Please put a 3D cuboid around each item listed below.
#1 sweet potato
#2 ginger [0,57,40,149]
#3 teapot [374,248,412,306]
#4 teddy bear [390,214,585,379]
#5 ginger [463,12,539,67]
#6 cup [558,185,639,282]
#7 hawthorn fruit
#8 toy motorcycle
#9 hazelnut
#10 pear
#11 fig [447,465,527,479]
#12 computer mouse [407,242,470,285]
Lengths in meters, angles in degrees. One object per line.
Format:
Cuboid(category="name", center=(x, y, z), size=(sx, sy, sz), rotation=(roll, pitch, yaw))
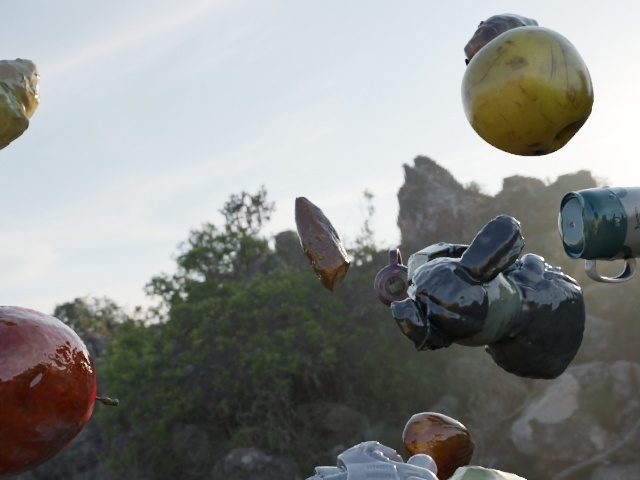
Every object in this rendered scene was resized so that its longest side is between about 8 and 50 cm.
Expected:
Cuboid(category="sweet potato", center=(0.000, 0.000, 1.682), size=(0.097, 0.251, 0.097), rotation=(-19, -27, -10))
Cuboid(category="ginger", center=(-0.518, -0.216, 1.153), size=(0.193, 0.115, 0.122), rotation=(-16, 33, 33))
Cuboid(category="teapot", center=(0.203, 0.108, 1.990), size=(0.116, 0.148, 0.146), rotation=(-35, -6, 10))
Cuboid(category="teddy bear", center=(0.199, 0.057, 0.850), size=(0.251, 0.171, 0.144), rotation=(27, 14, -28))
Cuboid(category="ginger", center=(0.466, -0.484, 1.817), size=(0.172, 0.165, 0.321), rotation=(-8, 13, 24))
Cuboid(category="cup", center=(0.854, -0.018, 2.146), size=(0.258, 0.289, 0.219), rotation=(-3, -1, -17))
Cuboid(category="hawthorn fruit", center=(-0.411, 0.213, 1.031), size=(0.272, 0.241, 0.242), rotation=(12, -21, -37))
Cuboid(category="toy motorcycle", center=(0.102, 0.333, 0.943), size=(0.260, 0.110, 0.171), rotation=(7, 25, 34))
Cuboid(category="hazelnut", center=(0.245, 0.436, 1.519), size=(0.150, 0.150, 0.150), rotation=(-12, -8, -2))
Cuboid(category="pear", center=(0.435, -0.310, 1.529), size=(0.281, 0.280, 0.281), rotation=(-12, -8, -2))
Cuboid(category="fig", center=(0.260, 0.504, 1.047), size=(0.343, 0.343, 0.343), rotation=(-12, -8, -2))
Cuboid(category="computer mouse", center=(0.268, 0.044, 1.713), size=(0.126, 0.071, 0.231), rotation=(-9, -18, -16))
